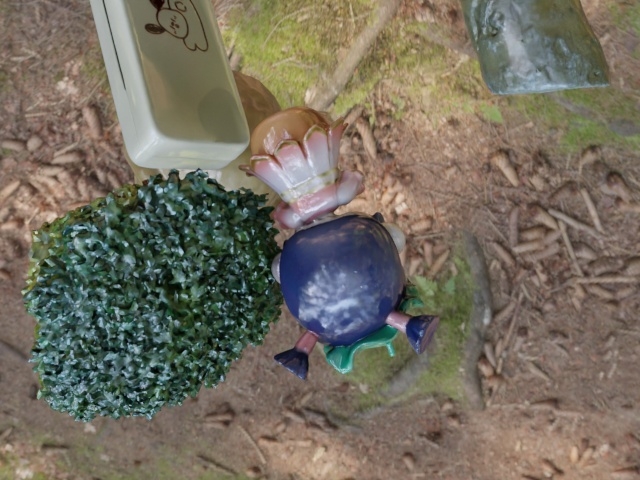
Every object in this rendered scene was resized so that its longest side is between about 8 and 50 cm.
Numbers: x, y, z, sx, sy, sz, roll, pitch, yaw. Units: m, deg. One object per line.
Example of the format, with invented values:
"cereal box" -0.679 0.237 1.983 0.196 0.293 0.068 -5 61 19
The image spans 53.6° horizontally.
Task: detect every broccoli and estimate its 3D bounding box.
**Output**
"broccoli" -0.136 0.028 0.484 0.194 0.194 0.220 43 84 -21

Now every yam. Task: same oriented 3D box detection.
"yam" 0.209 -0.305 0.720 0.133 0.133 0.330 -22 95 17

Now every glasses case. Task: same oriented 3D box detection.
"glasses case" -0.185 -0.235 0.745 0.131 0.313 0.070 -3 160 -43

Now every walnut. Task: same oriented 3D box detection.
"walnut" -0.218 -0.159 1.272 0.381 0.381 0.381 2 123 3

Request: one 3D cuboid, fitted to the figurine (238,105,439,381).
"figurine" 0.000 0.000 0.451 0.111 0.102 0.195 -25 87 12
